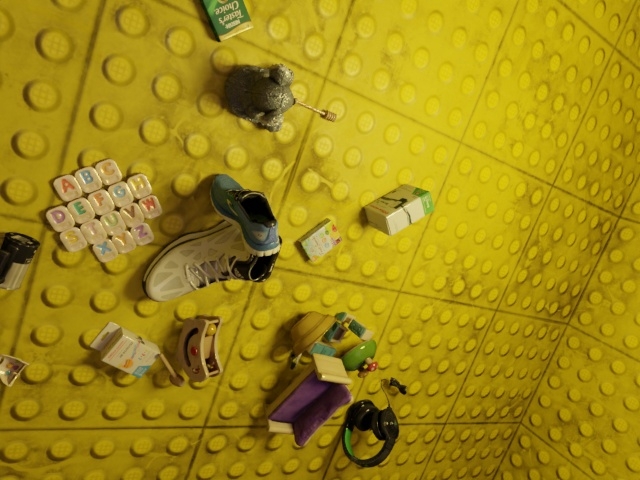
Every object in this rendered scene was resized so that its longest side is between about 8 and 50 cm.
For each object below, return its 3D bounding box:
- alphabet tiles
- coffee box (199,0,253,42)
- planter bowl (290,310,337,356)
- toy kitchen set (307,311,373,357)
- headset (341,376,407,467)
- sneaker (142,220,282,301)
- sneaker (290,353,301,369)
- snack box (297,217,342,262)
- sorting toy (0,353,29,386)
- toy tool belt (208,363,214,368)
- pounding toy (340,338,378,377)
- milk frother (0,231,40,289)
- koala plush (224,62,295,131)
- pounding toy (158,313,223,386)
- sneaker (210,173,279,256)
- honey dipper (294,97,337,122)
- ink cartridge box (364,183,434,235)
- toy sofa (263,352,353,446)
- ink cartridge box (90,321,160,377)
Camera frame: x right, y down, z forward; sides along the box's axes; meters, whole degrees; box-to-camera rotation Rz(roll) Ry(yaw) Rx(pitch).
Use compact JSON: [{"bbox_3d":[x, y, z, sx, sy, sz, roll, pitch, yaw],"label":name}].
[{"bbox_3d":[-0.611,-0.080,1.354,0.284,0.021,0.277,-27,120,-17],"label":"alphabet tiles"},{"bbox_3d":[-0.271,-0.659,1.304,0.113,0.040,0.184,-30,121,-16],"label":"coffee box"},{"bbox_3d":[-0.046,0.327,1.761,0.217,0.217,0.090,-41,87,-10],"label":"planter bowl"},{"bbox_3d":[0.073,0.389,1.828,0.122,0.166,0.207,28,94,-40],"label":"toy kitchen set"},{"bbox_3d":[0.254,0.790,2.064,0.185,0.244,0.393,44,65,-35],"label":"headset"},{"bbox_3d":[-0.319,0.070,1.433,0.448,0.257,0.169,-33,122,-14],"label":"sneaker"},{"bbox_3d":[-0.105,0.465,1.851,0.035,0.031,0.083,21,94,-20],"label":"sneaker"},{"bbox_3d":[0.000,0.000,1.717,0.141,0.037,0.100,-37,122,-12],"label":"snack box"},{"bbox_3d":[-0.895,0.362,1.358,0.075,0.045,0.083,40,88,-27],"label":"sorting toy"},{"bbox_3d":[-0.398,0.466,1.669,0.083,0.051,0.052,-35,122,-14],"label":"toy tool belt"},{"bbox_3d":[0.151,0.513,1.916,0.237,0.110,0.183,-33,154,-7],"label":"pounding toy"},{"bbox_3d":[-0.844,0.040,1.236,0.143,0.129,0.134,28,95,9],"label":"milk frother"},{"bbox_3d":[-0.154,-0.412,1.357,0.204,0.221,0.196,8,105,-31],"label":"koala plush"},{"bbox_3d":[-0.413,0.376,1.534,0.155,0.154,0.269,-2,112,-58],"label":"pounding toy"},{"bbox_3d":[-0.214,-0.107,1.389,0.130,0.330,0.147,-19,141,-35],"label":"sneaker"},{"bbox_3d":[-0.019,-0.430,1.546,0.161,0.030,0.030,17,100,-29],"label":"honey dipper"},{"bbox_3d":[0.291,-0.118,1.766,0.209,0.153,0.086,-30,120,-17],"label":"ink cartridge box"},{"bbox_3d":[-0.051,0.607,1.779,0.150,0.177,0.362,23,119,-34],"label":"toy sofa"},{"bbox_3d":[-0.616,0.347,1.494,0.104,0.062,0.181,-51,124,-3],"label":"ink cartridge box"}]
